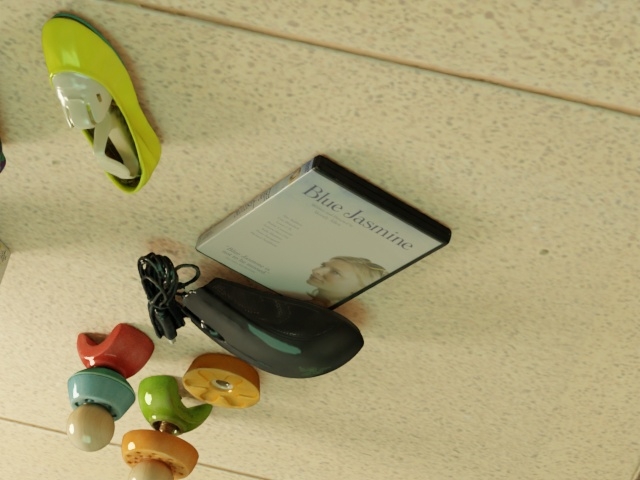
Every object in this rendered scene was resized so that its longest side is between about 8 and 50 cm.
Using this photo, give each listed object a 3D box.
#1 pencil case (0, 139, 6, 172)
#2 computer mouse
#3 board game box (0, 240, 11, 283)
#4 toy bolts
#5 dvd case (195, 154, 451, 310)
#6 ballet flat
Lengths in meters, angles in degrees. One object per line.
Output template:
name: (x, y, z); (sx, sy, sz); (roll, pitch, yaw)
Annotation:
pencil case: (-0.379, -0.119, 2.026); (0.070, 0.064, 0.151); (-5, 146, 0)
computer mouse: (-0.087, 0.108, 2.232); (0.272, 0.072, 0.188); (14, 154, 7)
board game box: (-0.415, 0.049, 2.219); (0.026, 0.154, 0.103); (-2, 145, 23)
toy bolts: (-0.210, 0.221, 2.402); (0.218, 0.158, 0.228); (-20, 135, 42)
dvd case: (0.000, 0.000, 2.102); (0.180, 0.022, 0.253); (29, 145, -22)
ballet flat: (-0.222, -0.129, 1.935); (0.077, 0.077, 0.231); (1, 146, 22)
